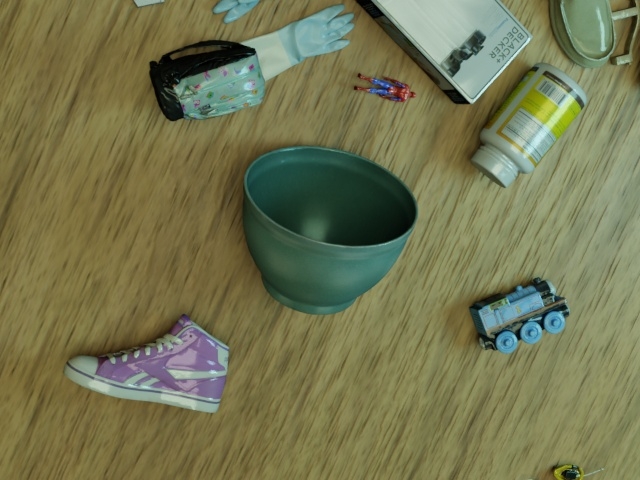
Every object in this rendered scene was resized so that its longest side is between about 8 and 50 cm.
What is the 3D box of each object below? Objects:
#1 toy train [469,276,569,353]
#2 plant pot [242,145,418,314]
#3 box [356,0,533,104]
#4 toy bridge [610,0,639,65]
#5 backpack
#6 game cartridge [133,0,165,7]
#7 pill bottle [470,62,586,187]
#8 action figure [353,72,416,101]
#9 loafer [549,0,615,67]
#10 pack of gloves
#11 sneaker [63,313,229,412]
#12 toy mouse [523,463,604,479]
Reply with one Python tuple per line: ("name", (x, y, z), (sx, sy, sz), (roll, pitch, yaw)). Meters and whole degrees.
("toy train", (0.371, 0.138, 1.940), (0.184, 0.080, 0.105), (-22, 97, -6))
("plant pot", (0.000, 0.000, 1.762), (0.293, 0.293, 0.196), (6, 125, -12))
("box", (0.207, -0.393, 1.806), (0.290, 0.087, 0.169), (44, 87, -15))
("toy bridge", (0.550, -0.412, 1.902), (0.063, 0.026, 0.188), (-15, 102, -9))
("backpack", (-0.185, -0.264, 1.741), (0.182, 0.152, 0.115), (-17, 119, -10))
("game cartridge", (-0.297, -0.435, 1.745), (0.056, 0.017, 0.083), (-14, 102, -12))
("pill bottle", (0.366, -0.202, 1.857), (0.117, 0.117, 0.215), (39, 91, -14))
("action figure", (0.117, -0.269, 1.845), (0.115, 0.030, 0.038), (12, 103, -17))
("loafer", (0.459, -0.434, 1.847), (0.101, 0.092, 0.269), (-22, 103, -6))
("pack of gloves", (-0.061, -0.391, 1.782), (0.232, 0.046, 0.195), (-25, 103, -5))
("sneaker", (-0.297, 0.197, 1.819), (0.282, 0.102, 0.161), (12, 94, -23))
("toy mouse", (0.464, 0.504, 2.043), (0.161, 0.031, 0.143), (6, 98, -11))
